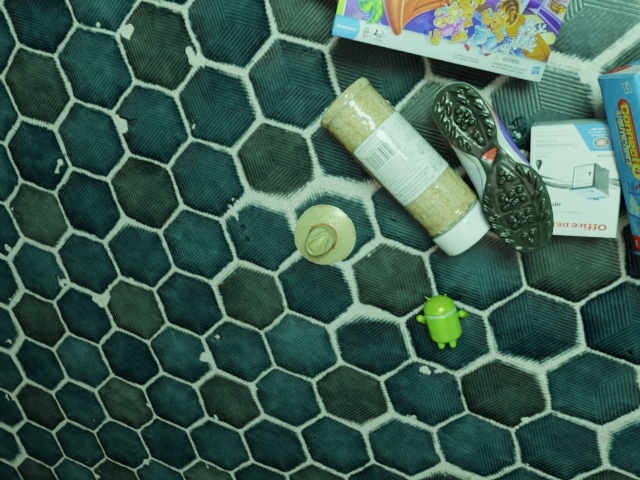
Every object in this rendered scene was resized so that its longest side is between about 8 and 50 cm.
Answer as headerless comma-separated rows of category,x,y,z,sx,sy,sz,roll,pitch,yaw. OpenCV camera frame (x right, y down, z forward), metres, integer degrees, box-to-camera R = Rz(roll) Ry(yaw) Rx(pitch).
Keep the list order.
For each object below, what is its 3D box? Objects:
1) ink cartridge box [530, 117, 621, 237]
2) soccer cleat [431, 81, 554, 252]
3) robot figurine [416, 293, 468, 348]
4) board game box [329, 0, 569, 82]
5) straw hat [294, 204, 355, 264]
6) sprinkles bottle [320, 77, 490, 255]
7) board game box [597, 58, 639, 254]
ink cartridge box,0.437,-0.108,0.839,0.139,0.082,0.191,4,110,30
soccer cleat,0.303,-0.129,0.847,0.108,0.116,0.318,-31,92,27
robot figurine,0.254,0.165,1.018,0.101,0.067,0.115,-12,105,26
board game box,0.208,-0.404,0.759,0.346,0.078,0.234,10,113,-5
straw hat,0.000,0.000,1.041,0.144,0.061,0.145,6,111,16
sprinkles bottle,0.162,-0.135,0.906,0.355,0.121,0.121,45,116,-2
board game box,0.605,-0.155,0.714,0.308,0.086,0.302,-23,107,4
